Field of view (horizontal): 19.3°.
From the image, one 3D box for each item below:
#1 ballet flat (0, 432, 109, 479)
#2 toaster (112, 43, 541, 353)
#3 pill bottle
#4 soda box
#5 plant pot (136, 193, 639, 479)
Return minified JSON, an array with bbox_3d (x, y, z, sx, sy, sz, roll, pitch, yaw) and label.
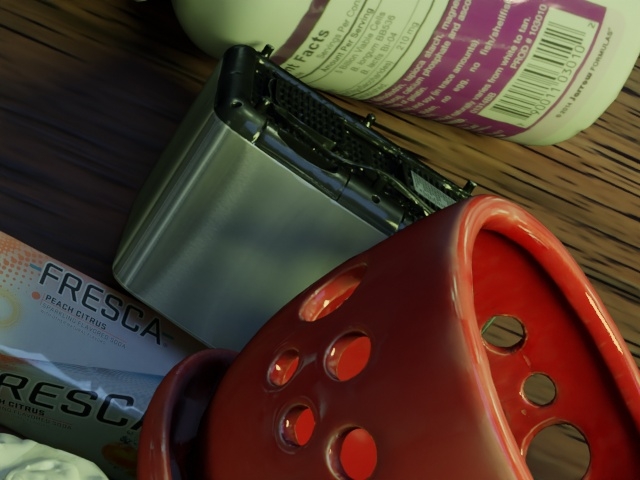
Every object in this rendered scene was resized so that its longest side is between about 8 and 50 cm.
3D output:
[{"bbox_3d":[-0.122,0.245,0.644,0.147,0.147,0.409,7,63,-29],"label":"ballet flat"},{"bbox_3d":[0.000,0.000,0.913,0.168,0.110,0.186,32,13,-10],"label":"toaster"},{"bbox_3d":[0.021,-0.163,1.035,0.301,0.169,0.169,14,53,-25],"label":"pill bottle"},{"bbox_3d":[-0.109,0.061,0.873,0.183,0.058,0.063,28,49,-14],"label":"soda box"},{"bbox_3d":[0.035,0.101,0.763,0.191,0.174,0.191,47,27,-32],"label":"plant pot"}]
